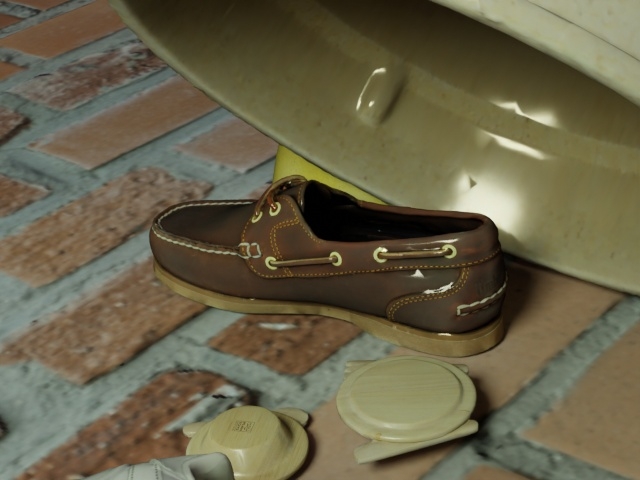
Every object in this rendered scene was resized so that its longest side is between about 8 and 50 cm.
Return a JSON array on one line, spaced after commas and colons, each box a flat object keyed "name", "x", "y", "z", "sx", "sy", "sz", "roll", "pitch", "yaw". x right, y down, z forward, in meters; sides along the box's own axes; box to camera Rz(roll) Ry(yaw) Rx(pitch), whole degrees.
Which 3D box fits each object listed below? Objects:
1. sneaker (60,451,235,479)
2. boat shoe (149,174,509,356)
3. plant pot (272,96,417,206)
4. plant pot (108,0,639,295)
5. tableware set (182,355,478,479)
[{"name": "sneaker", "x": -0.028, "y": 0.151, "z": 0.425, "sx": 0.152, "sy": 0.114, "sz": 0.305, "roll": -17, "pitch": 31, "yaw": -20}, {"name": "boat shoe", "x": 0.000, "y": 0.000, "z": 0.743, "sx": 0.207, "sy": 0.073, "sz": 0.073, "roll": 9, "pitch": 37, "yaw": 25}, {"name": "plant pot", "x": 0.034, "y": -0.068, "z": 0.837, "sx": 0.134, "sy": 0.095, "sz": 0.134, "roll": -3, "pitch": 28, "yaw": 2}, {"name": "plant pot", "x": 0.115, "y": -0.177, "z": 0.645, "sx": 0.334, "sy": 0.334, "sz": 0.305, "roll": 19, "pitch": 78, "yaw": 35}, {"name": "tableware set", "x": 0.009, "y": 0.103, "z": 0.608, "sx": 0.141, "sy": 0.020, "sz": 0.168, "roll": -8, "pitch": 30, "yaw": -4}]
